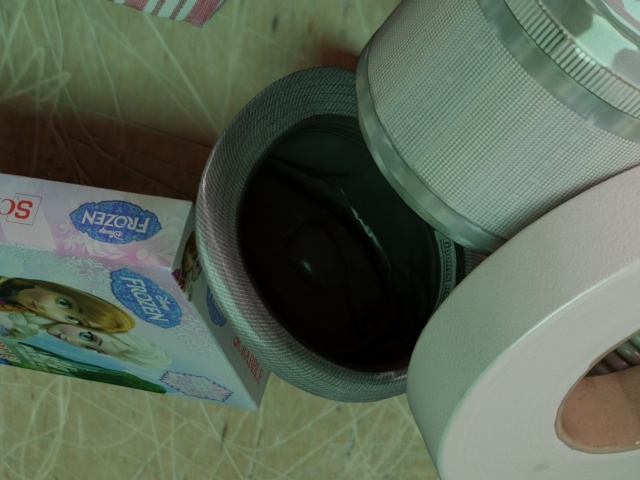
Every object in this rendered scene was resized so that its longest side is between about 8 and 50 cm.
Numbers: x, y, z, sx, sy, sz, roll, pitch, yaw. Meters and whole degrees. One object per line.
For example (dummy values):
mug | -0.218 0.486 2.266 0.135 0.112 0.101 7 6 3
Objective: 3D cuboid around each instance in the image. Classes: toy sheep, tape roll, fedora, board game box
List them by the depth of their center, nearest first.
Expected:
tape roll | 0.251 0.073 1.258 0.392 0.072 0.392 -16 147 -11
fedora | 0.000 0.000 1.397 0.275 0.243 0.124 43 160 -19
toy sheep | 0.259 0.082 1.416 0.091 0.091 0.132 35 114 -7
board game box | -0.227 0.041 1.507 0.318 0.066 0.318 8 156 16

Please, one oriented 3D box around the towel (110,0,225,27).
towel | -0.141 -0.237 1.303 0.197 0.029 0.144 14 139 -27

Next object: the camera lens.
camera lens | 0.170 -0.132 1.184 0.219 0.219 0.274 35 132 -8
